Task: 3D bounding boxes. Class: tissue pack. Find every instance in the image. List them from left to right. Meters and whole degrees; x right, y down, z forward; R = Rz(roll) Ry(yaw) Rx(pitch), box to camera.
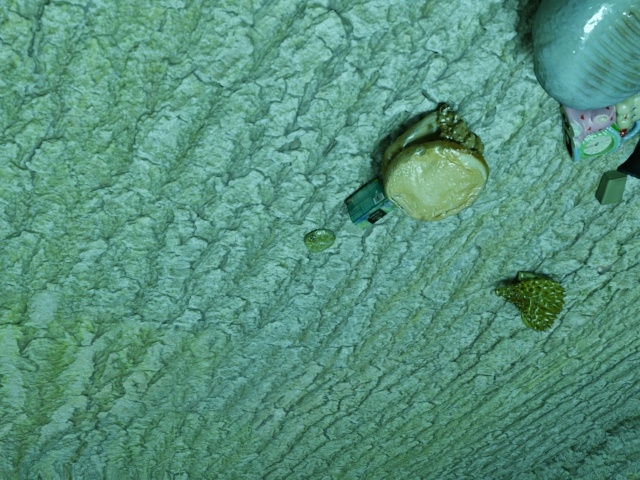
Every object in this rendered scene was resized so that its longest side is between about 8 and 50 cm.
[{"bbox_3d":[0.132,-0.088,1.645,0.111,0.085,0.079,-37,136,24],"label":"tissue pack"}]

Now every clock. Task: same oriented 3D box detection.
[{"bbox_3d":[0.677,-0.285,1.569,0.195,0.100,0.194,-21,144,12],"label":"clock"}]

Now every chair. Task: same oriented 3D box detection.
[{"bbox_3d":[0.843,-0.215,1.592,0.145,0.140,0.221,30,95,-41],"label":"chair"}]

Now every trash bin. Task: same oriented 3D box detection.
[{"bbox_3d":[0.793,-0.145,1.803,0.060,0.043,0.092,-12,139,-3],"label":"trash bin"}]

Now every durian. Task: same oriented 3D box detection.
[{"bbox_3d":[0.671,0.187,2.096,0.306,0.166,0.172,22,98,-42],"label":"durian"}]

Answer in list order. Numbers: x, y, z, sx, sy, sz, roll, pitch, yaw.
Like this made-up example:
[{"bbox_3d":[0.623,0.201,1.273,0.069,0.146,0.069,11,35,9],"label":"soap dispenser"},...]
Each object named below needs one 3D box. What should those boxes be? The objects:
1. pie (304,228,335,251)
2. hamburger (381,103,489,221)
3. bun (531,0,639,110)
[{"bbox_3d":[0.000,0.000,1.761,0.085,0.017,0.085,-8,138,-7],"label":"pie"},{"bbox_3d":[0.262,-0.169,1.541,0.243,0.146,0.286,-3,133,-9],"label":"hamburger"},{"bbox_3d":[0.566,-0.430,1.274,0.361,0.211,0.362,-12,142,-9],"label":"bun"}]
